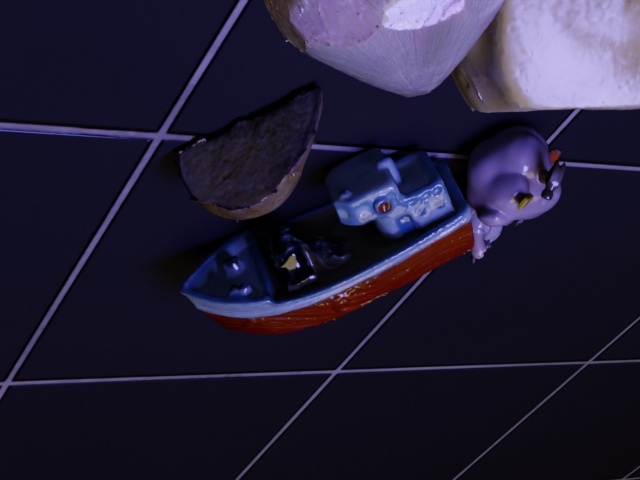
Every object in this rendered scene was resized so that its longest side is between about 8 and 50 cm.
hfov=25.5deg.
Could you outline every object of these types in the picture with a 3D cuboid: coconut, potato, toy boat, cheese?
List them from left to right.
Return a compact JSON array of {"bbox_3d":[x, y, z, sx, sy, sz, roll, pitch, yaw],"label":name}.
[{"bbox_3d":[-0.051,-0.075,1.470,0.172,0.100,0.089,-27,155,6],"label":"potato"},{"bbox_3d":[0.000,0.000,1.589,0.332,0.145,0.133,-25,128,4],"label":"toy boat"},{"bbox_3d":[0.048,-0.229,1.109,0.224,0.224,0.233,-11,110,-16],"label":"coconut"},{"bbox_3d":[0.238,-0.256,1.211,0.260,0.128,0.315,-2,115,-4],"label":"cheese"}]

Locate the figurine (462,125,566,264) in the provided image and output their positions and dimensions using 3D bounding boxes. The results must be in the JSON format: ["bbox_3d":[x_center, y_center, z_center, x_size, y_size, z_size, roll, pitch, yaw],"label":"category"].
[{"bbox_3d":[0.213,-0.059,1.648,0.137,0.112,0.229,-44,173,-32],"label":"figurine"}]
